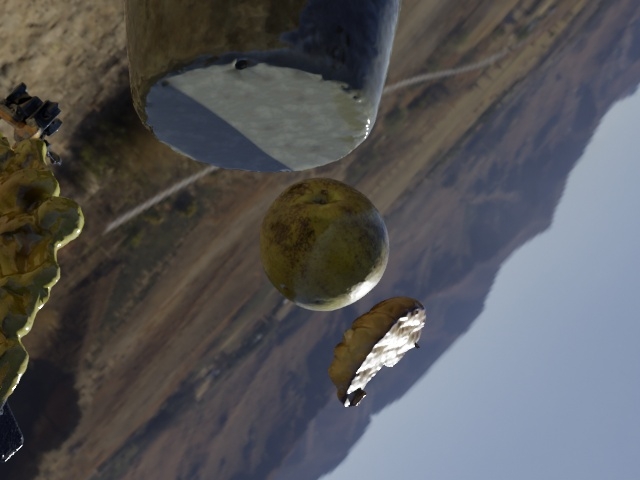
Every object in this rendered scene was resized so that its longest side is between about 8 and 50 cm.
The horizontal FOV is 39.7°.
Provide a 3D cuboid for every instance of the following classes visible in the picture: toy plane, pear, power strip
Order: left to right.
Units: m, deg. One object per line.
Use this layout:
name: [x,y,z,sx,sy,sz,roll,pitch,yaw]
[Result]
power strip: [-0.339,0.170,0.895,0.029,0.111,0.038,-3,-156,28]
toy plane: [-0.458,-0.188,1.390,0.103,0.204,0.316,-52,-155,-17]
pear: [0.000,0.000,1.308,0.197,0.197,0.197,-46,174,-6]

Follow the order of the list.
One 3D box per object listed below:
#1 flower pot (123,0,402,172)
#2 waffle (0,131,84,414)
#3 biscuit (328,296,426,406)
flower pot: [-0.057,-0.254,0.847,0.293,0.293,0.331,119,-23,-68]
waffle: [-0.312,0.045,0.703,0.060,0.311,0.307,36,86,-42]
biscuit: [0.074,0.123,1.135,0.183,0.061,0.118,-29,143,-45]
